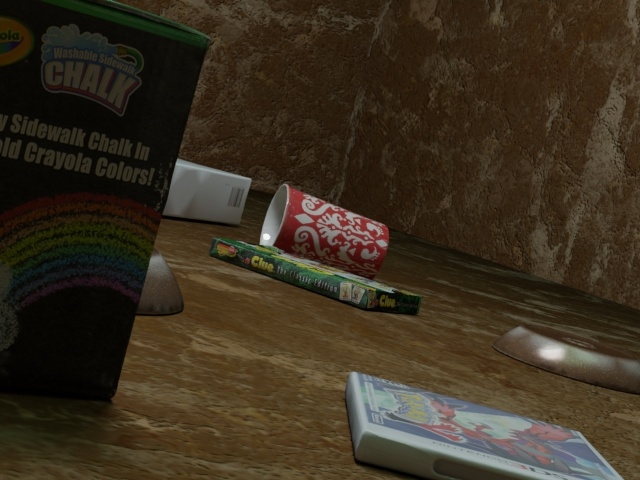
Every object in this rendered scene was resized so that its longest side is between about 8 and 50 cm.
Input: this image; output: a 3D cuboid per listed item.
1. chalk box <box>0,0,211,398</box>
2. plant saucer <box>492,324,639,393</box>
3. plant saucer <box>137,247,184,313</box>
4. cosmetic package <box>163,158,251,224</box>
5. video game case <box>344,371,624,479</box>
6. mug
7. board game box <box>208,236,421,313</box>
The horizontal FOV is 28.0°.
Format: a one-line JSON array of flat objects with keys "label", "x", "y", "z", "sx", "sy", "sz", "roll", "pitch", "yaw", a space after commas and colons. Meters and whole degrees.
[{"label": "chalk box", "x": -0.199, "y": -0.076, "z": 0.757, "sx": 0.180, "sy": 0.289, "sz": 0.179, "roll": 12, "pitch": 5, "yaw": -41}, {"label": "plant saucer", "x": 0.307, "y": 0.138, "z": 1.541, "sx": 0.198, "sy": 0.036, "sz": 0.198, "roll": 16, "pitch": 4, "yaw": -1}, {"label": "plant saucer", "x": -0.270, "y": 0.002, "z": 1.170, "sx": 0.310, "sy": 0.050, "sz": 0.310, "roll": 15, "pitch": 5, "yaw": -1}, {"label": "cosmetic package", "x": -0.333, "y": -0.115, "z": 2.200, "sx": 0.284, "sy": 0.097, "sz": 0.377, "roll": 19, "pitch": 5, "yaw": 25}, {"label": "video game case", "x": 0.109, "y": 0.138, "z": 0.871, "sx": 0.183, "sy": 0.023, "sz": 0.201, "roll": 15, "pitch": 4, "yaw": -2}, {"label": "mug", "x": 0.004, "y": -0.009, "z": 1.925, "sx": 0.169, "sy": 0.113, "sz": 0.150, "roll": 18, "pitch": 5, "yaw": -15}, {"label": "board game box", "x": -0.008, "y": 0.046, "z": 1.688, "sx": 0.259, "sy": 0.030, "sz": 0.136, "roll": 18, "pitch": 7, "yaw": 34}]
